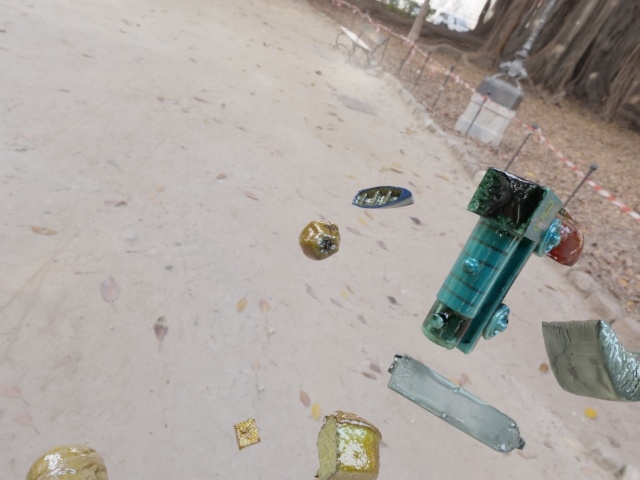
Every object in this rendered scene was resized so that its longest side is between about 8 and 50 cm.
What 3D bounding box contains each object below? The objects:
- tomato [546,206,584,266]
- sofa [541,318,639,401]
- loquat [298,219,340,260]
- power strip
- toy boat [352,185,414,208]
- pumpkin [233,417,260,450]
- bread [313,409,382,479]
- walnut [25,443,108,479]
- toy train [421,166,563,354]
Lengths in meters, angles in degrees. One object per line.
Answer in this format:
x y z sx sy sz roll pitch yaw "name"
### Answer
0.464 -0.044 0.870 0.224 0.085 0.225 28 28 -17 "tomato"
0.677 0.258 0.951 0.225 0.210 0.176 -7 78 -7 "sofa"
0.000 0.000 1.218 0.137 0.113 0.137 -15 27 8 "loquat"
0.267 0.330 0.838 0.285 0.080 0.048 27 -14 20 "power strip"
0.181 -0.119 1.179 0.046 0.080 0.228 40 -22 -32 "toy boat"
-0.238 0.627 1.338 0.074 0.054 0.083 -8 56 -23 "pumpkin"
0.066 0.490 0.948 0.139 0.229 0.143 11 49 -6 "bread"
-0.682 0.651 1.107 0.195 0.222 0.196 -3 57 5 "walnut"
0.261 0.040 0.650 0.120 0.298 0.194 35 15 37 "toy train"
